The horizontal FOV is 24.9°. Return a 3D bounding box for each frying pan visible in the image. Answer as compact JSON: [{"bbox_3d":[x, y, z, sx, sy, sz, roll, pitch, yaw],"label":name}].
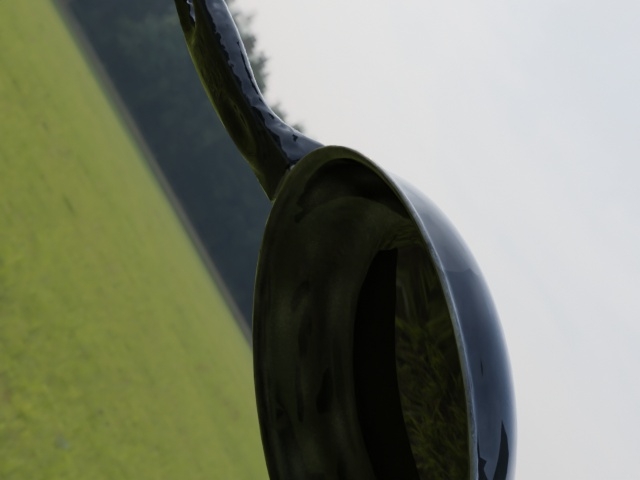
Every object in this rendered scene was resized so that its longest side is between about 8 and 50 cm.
[{"bbox_3d":[-0.004,0.026,0.614,0.326,0.053,0.197,-124,-143,-50],"label":"frying pan"}]
